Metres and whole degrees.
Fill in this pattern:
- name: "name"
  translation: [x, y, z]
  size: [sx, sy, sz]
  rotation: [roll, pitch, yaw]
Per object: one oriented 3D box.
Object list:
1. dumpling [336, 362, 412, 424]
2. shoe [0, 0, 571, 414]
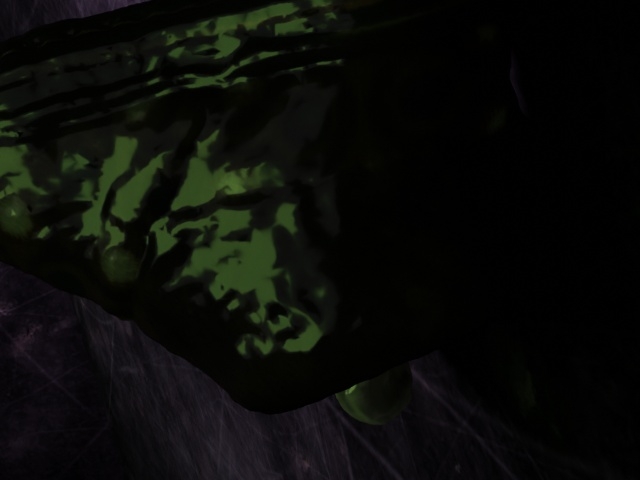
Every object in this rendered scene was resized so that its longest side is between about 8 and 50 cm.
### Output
- name: "dumpling"
  translation: [0.000, 0.000, 1.133]
  size: [0.258, 0.147, 0.193]
  rotation: [68, -168, 16]
- name: "shoe"
  translation: [-0.056, -0.020, 0.965]
  size: [0.171, 0.384, 0.237]
  rotation: [-29, -74, -64]
